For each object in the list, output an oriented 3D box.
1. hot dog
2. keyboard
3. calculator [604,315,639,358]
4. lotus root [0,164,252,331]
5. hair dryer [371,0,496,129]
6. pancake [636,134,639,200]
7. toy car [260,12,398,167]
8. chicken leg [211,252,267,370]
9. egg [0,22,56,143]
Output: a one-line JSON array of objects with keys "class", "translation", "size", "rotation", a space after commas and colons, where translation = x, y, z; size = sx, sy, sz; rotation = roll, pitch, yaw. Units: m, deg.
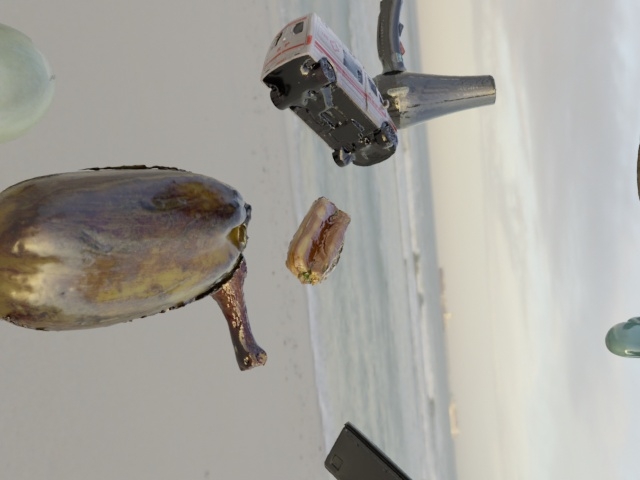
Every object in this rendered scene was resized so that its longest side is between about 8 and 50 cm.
[{"class": "hot dog", "translation": [0.000, 0.000, 1.587], "size": [0.072, 0.115, 0.269], "rotation": [-54, -176, 37]}, {"class": "keyboard", "translation": [0.098, 0.341, 0.970], "size": [0.025, 0.230, 0.094], "rotation": [-5, 127, -52]}, {"class": "calculator", "translation": [0.415, 0.137, 0.685], "size": [0.185, 0.299, 0.041], "rotation": [-25, 123, -42]}, {"class": "lotus root", "translation": [-0.258, 0.006, 0.921], "size": [0.397, 0.179, 0.196], "rotation": [-7, 100, -39]}, {"class": "hair dryer", "translation": [0.149, -0.313, 1.171], "size": [0.091, 0.235, 0.272], "rotation": [56, 28, -82]}, {"class": "pancake", "translation": [0.505, -0.162, 1.015], "size": [0.288, 0.033, 0.286], "rotation": [6, 95, -47]}, {"class": "toy car", "translation": [0.021, -0.186, 0.946], "size": [0.209, 0.089, 0.108], "rotation": [39, 42, -35]}, {"class": "chicken leg", "translation": [-0.210, 0.057, 1.395], "size": [0.096, 0.158, 0.407], "rotation": [-23, 76, -45]}, {"class": "egg", "translation": [-0.751, -0.359, 1.678], "size": [0.336, 0.278, 0.278], "rotation": [-59, 144, -65]}]
